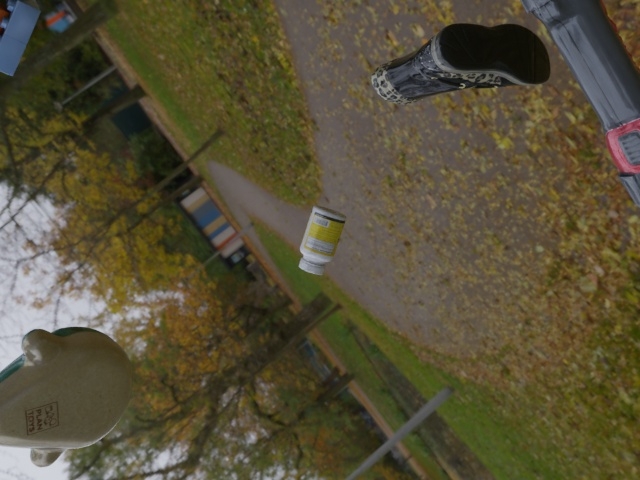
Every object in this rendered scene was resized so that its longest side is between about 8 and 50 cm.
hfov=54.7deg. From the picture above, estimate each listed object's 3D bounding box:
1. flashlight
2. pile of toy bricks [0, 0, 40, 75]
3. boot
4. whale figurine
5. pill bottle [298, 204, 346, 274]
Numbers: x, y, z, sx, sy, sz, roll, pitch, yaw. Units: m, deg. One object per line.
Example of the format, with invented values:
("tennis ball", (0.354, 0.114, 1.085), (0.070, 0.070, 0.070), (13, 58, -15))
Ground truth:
("flashlight", (0.306, -0.183, 0.645), (0.304, 0.103, 0.103), (56, -173, -8))
("pile of toy bricks", (-0.193, -0.156, 0.293), (0.105, 0.118, 0.212), (21, -162, -37))
("boot", (0.213, -0.261, 0.944), (0.178, 0.236, 0.085), (-7, 87, 57))
("whale figurine", (-0.413, 0.220, 0.888), (0.141, 0.272, 0.216), (21, 115, 41))
("pill bottle", (0.000, 0.000, 1.125), (0.065, 0.116, 0.065), (19, -171, -3))
